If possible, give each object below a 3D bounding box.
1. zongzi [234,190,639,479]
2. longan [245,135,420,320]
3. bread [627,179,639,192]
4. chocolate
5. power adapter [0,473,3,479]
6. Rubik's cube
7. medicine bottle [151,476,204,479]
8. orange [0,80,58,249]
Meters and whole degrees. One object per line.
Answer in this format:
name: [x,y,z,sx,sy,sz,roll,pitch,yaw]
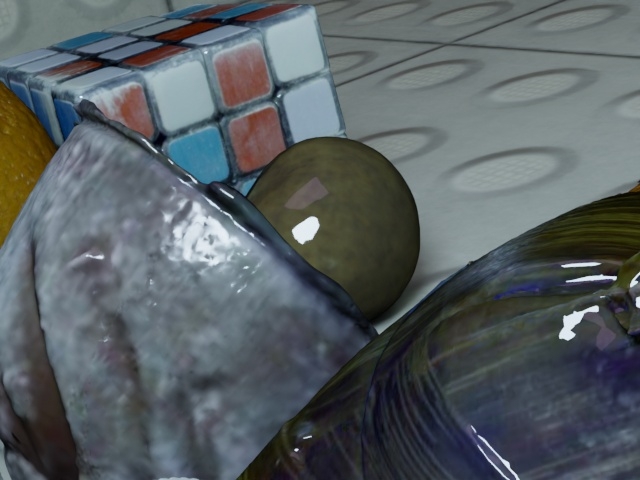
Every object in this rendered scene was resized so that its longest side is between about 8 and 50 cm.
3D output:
zongzi: [0.096,0.122,0.814,0.432,0.208,0.403,-31,-2,31]
longan: [0.000,0.000,1.217,0.167,0.167,0.187,3,25,42]
bread: [0.319,-0.017,1.111,0.187,0.103,0.065,-20,17,-17]
chocolate: [-0.109,0.084,0.919,0.213,0.303,0.303,-51,28,-9]
power adapter: [-0.255,0.158,0.713,0.124,0.187,0.255,-46,16,3]
Rubik's cube: [-0.136,-0.076,1.382,0.253,0.259,0.256,-21,20,-26]
medicine bottle: [-0.077,0.188,0.610,0.132,0.188,0.088,42,45,17]
orange: [-0.360,0.010,1.199,0.322,0.322,0.357,-13,30,4]
